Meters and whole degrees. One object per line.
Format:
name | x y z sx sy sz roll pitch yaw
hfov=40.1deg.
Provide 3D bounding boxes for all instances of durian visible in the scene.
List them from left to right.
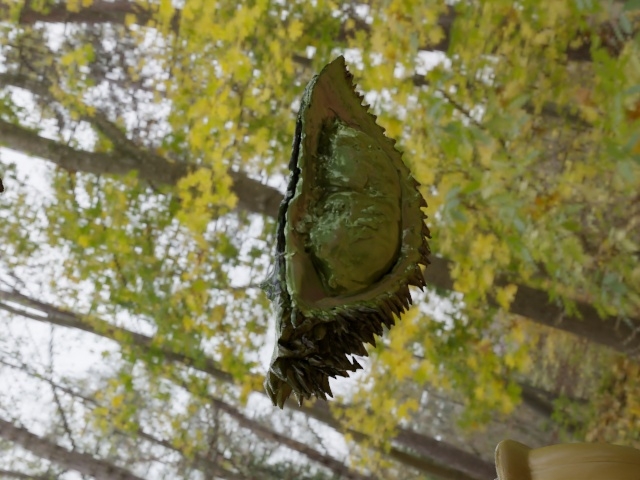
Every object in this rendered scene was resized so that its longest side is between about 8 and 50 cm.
durian | 0.000 0.000 0.810 0.169 0.158 0.352 42 -139 -33

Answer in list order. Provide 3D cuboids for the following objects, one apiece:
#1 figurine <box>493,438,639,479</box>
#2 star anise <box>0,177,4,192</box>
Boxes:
figurine | 0.111 0.220 0.415 0.257 0.167 0.192 -56 -30 -8
star anise | -0.332 -0.083 0.576 0.099 0.220 0.214 -45 -56 -52
